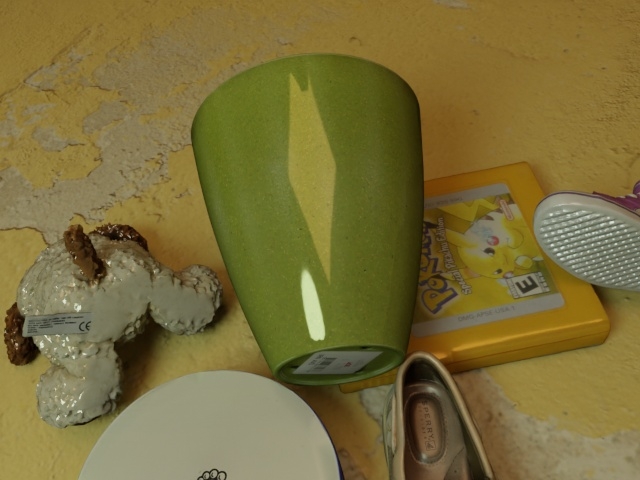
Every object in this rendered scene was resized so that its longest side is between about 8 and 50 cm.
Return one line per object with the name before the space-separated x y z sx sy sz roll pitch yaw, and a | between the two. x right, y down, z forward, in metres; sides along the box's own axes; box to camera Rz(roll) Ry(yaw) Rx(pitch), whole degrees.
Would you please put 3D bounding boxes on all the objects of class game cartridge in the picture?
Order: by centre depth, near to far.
game cartridge | 0.156 0.033 0.858 0.324 0.052 0.285 -10 51 -3

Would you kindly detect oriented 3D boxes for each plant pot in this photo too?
plant pot | 0.000 0.000 0.739 0.275 0.274 0.293 -7 63 0

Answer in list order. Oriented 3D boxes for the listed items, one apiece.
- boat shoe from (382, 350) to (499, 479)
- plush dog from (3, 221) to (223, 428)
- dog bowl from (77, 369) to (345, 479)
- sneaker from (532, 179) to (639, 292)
boat shoe | 0.120 0.270 0.635 0.122 0.110 0.341 -11 51 -3
plush dog | -0.290 0.063 0.817 0.225 0.210 0.262 11 47 48
dog bowl | -0.104 0.268 0.666 0.265 0.104 0.264 -3 52 4
sneaker | 0.372 -0.023 0.817 0.282 0.102 0.161 20 45 -17
